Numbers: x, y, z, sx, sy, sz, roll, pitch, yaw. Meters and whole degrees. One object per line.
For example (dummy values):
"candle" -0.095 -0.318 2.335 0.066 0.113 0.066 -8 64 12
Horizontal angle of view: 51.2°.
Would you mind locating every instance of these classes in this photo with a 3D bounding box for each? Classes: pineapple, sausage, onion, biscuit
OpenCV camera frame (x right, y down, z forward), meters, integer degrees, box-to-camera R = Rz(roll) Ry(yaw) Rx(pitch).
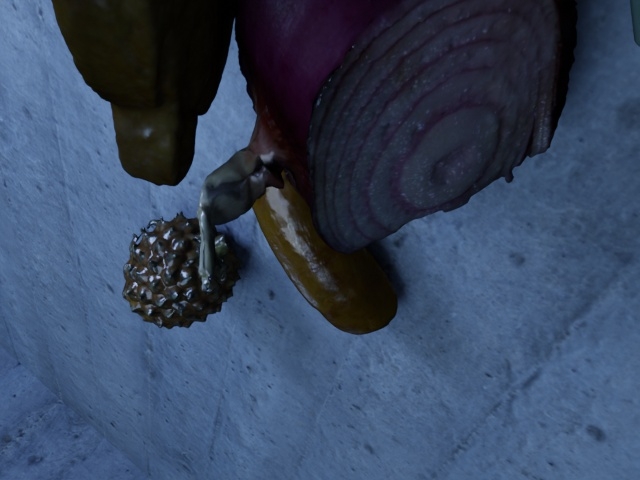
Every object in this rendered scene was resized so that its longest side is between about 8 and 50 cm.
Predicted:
"pineapple" -0.190 0.036 0.944 0.193 0.166 0.166 -31 101 37
"sausage" 0.001 0.000 0.758 0.109 0.109 0.270 -4 124 46
"onion" 0.036 -0.140 0.476 0.230 0.272 0.256 62 145 37
"biscuit" -0.088 -0.209 0.440 0.070 0.394 0.350 4 104 -3

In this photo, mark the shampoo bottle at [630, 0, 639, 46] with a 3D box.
"shampoo bottle" 0.203 -0.213 0.391 0.056 0.056 0.195 5 128 42
